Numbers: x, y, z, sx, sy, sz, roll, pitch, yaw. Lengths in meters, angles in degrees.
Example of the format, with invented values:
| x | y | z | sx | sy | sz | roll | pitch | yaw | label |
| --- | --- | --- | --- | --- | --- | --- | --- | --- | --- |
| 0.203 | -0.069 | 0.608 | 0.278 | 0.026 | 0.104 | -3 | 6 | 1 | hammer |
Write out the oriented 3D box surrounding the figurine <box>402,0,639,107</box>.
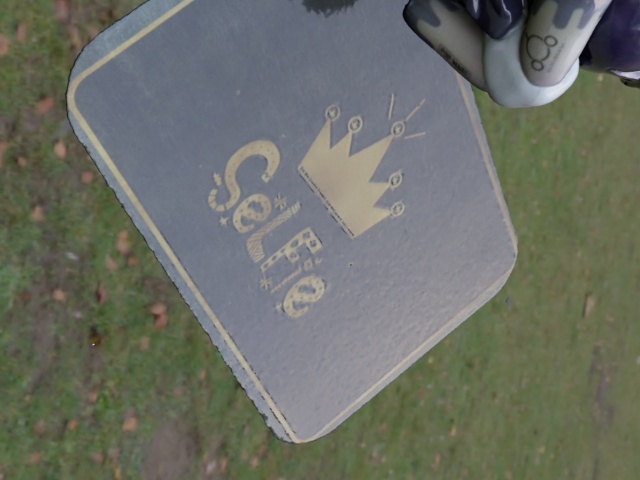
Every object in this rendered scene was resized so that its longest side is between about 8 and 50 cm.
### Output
| x | y | z | sx | sy | sz | roll | pitch | yaw | label |
| --- | --- | --- | --- | --- | --- | --- | --- | --- | --- |
| 0.175 | -0.149 | 0.616 | 0.222 | 0.145 | 0.145 | -29 | 129 | -31 | figurine |

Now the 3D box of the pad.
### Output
| x | y | z | sx | sy | sz | roll | pitch | yaw | label |
| --- | --- | --- | --- | --- | --- | --- | --- | --- | --- |
| -0.001 | 0.000 | 0.658 | 0.315 | 0.063 | 0.375 | -38 | 131 | -12 | pad |
